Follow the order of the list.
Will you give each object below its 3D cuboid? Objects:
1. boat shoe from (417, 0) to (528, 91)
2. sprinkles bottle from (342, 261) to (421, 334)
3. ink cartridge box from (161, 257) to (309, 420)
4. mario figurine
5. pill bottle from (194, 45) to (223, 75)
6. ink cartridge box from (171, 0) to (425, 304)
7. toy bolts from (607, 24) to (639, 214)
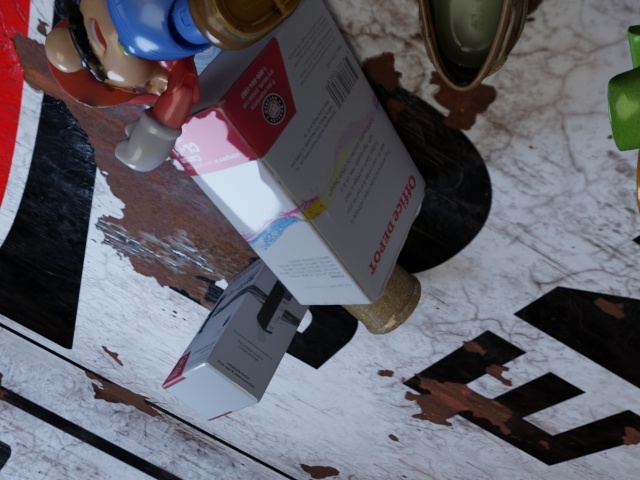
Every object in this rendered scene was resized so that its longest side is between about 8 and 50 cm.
[{"bbox_3d":[0.133,-0.280,0.502,0.123,0.120,0.324,4,137,25],"label":"boat shoe"},{"bbox_3d":[0.000,0.000,0.895,0.355,0.121,0.121,41,139,-19],"label":"sprinkles bottle"},{"bbox_3d":[-0.135,0.162,1.034,0.114,0.272,0.197,41,139,-13],"label":"ink cartridge box"},{"bbox_3d":[-0.157,-0.176,0.469,0.170,0.198,0.321,20,167,-32],"label":"mario figurine"},{"bbox_3d":[-0.144,-0.271,0.690,0.087,0.087,0.160,30,141,-6],"label":"pill bottle"},{"bbox_3d":[-0.016,-0.097,0.706,0.131,0.226,0.306,-5,133,39],"label":"ink cartridge box"},{"bbox_3d":[0.354,-0.130,0.470,0.159,0.228,0.218,3,143,40],"label":"toy bolts"}]
